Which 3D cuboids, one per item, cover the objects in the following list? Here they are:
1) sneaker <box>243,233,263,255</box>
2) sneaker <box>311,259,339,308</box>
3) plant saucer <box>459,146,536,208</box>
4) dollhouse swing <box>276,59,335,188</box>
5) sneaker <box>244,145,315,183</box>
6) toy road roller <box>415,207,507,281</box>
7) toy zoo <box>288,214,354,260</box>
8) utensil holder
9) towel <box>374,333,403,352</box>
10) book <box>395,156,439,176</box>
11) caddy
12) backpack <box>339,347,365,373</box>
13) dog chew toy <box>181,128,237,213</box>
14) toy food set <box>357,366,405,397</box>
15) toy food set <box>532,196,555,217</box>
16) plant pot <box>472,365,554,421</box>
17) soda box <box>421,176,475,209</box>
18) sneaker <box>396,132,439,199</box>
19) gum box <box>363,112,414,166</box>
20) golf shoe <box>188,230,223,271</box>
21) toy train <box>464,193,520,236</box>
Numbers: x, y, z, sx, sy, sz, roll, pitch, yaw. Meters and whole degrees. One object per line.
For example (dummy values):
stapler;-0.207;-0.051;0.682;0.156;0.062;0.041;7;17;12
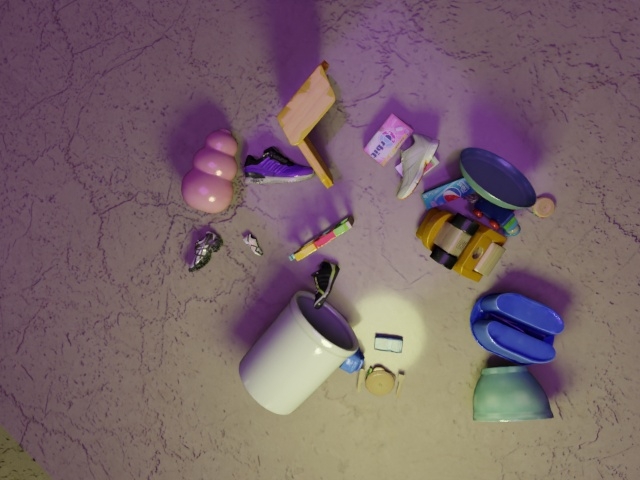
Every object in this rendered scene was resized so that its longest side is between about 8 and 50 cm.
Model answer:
sneaker;-0.276;0.018;1.970;0.043;0.040;0.109;-42;92;10
sneaker;-0.001;0.174;1.885;0.097;0.235;0.084;27;135;0
plant saucer;0.633;-0.219;1.701;0.317;0.318;0.044;30;131;2
dollhouse swing;0.020;-0.418;1.712;0.305;0.347;0.315;40;102;-10
sneaker;-0.168;-0.304;1.871;0.293;0.102;0.146;-1;98;8
toy road roller;0.525;-0.004;1.810;0.329;0.240;0.203;22;104;-35
toy zoo;0.000;0.000;1.854;0.293;0.192;0.030;-32;94;10
utensil holder;-0.093;0.450;1.875;0.327;0.327;0.385;40;103;0
towel;0.285;0.435;1.971;0.119;0.029;0.067;6;100;6
book;0.378;-0.295;1.839;0.144;0.035;0.096;-38;95;13
caddy;0.757;0.341;1.824;0.341;0.179;0.241;24;79;3
backpack;0.131;0.493;1.954;0.101;0.120;0.098;26;101;3
dog chew toy;-0.423;-0.279;1.867;0.206;0.206;0.332;19;93;4
toy food set;0.254;0.601;2.004;0.191;0.038;0.133;8;107;0
toy food set;0.860;-0.128;1.810;0.083;0.020;0.083;-18;97;9
plant pot;0.731;0.593;1.834;0.292;0.293;0.196;-7;72;8
soda box;0.499;-0.190;1.796;0.210;0.071;0.067;-22;96;25
sneaker;0.343;-0.285;1.793;0.121;0.099;0.263;29;99;8
gum box;0.265;-0.391;1.821;0.107;0.062;0.188;38;102;0
golf shoe;-0.503;0.047;1.994;0.094;0.077;0.198;44;95;10
toy train;0.650;-0.113;1.797;0.105;0.248;0.143;-49;131;7
